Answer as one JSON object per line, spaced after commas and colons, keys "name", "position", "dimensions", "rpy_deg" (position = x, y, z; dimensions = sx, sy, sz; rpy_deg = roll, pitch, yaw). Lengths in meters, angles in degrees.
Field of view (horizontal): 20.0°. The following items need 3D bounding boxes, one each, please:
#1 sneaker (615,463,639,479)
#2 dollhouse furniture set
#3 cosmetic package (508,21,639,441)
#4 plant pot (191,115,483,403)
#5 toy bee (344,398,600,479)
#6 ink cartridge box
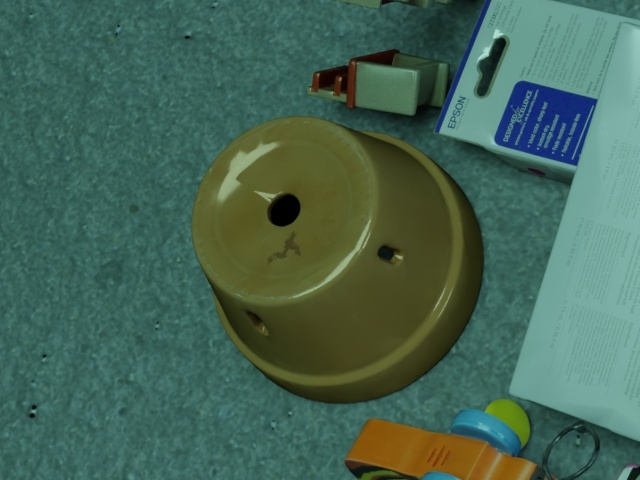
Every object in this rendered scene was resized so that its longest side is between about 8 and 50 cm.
{"name": "sneaker", "position": [0.305, 0.295, 1.697], "dimensions": [0.074, 0.063, 0.170], "rpy_deg": [0, 76, 23]}
{"name": "dollhouse furniture set", "position": [0.068, -0.270, 1.912], "dimensions": [0.135, 0.262, 0.259], "rpy_deg": [15, 108, 28]}
{"name": "cosmetic package", "position": [0.370, 0.013, 1.704], "dimensions": [0.284, 0.097, 0.377], "rpy_deg": [19, 95, 29]}
{"name": "plant pot", "position": [0.000, 0.000, 1.853], "dimensions": [0.291, 0.203, 0.291], "rpy_deg": [-8, 67, 19]}
{"name": "toy bee", "position": [0.164, 0.253, 1.732], "dimensions": [0.195, 0.162, 0.298], "rpy_deg": [-45, 30, -9]}
{"name": "ink cartridge box", "position": [0.315, -0.134, 1.850], "dimensions": [0.371, 0.069, 0.176], "rpy_deg": [18, 79, 25]}
